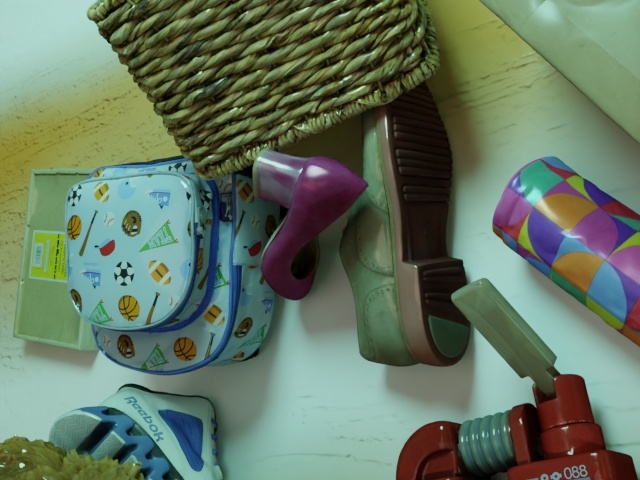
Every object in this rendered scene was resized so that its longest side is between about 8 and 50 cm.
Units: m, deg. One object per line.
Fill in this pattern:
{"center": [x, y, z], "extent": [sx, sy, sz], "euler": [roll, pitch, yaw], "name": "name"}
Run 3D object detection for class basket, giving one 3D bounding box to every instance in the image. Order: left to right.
{"center": [-0.047, -0.239, 0.881], "extent": [0.299, 0.213, 0.223], "euler": [-24, 115, 20], "name": "basket"}

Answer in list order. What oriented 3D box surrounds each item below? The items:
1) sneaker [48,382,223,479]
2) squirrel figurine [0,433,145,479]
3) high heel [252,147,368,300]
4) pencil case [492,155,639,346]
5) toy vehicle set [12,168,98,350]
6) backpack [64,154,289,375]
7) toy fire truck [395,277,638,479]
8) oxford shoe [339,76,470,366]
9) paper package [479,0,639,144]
{"center": [-0.159, 0.285, 1.013], "extent": [0.127, 0.182, 0.315], "euler": [-41, 93, 27], "name": "sneaker"}
{"center": [-0.246, 0.393, 0.843], "extent": [0.370, 0.281, 0.396], "euler": [134, 132, -73], "name": "squirrel figurine"}
{"center": [0.000, 0.000, 0.898], "extent": [0.117, 0.082, 0.244], "euler": [18, 141, 19], "name": "high heel"}
{"center": [0.267, 0.020, 0.750], "extent": [0.236, 0.104, 0.104], "euler": [43, 109, 29], "name": "pencil case"}
{"center": [-0.387, 0.025, 1.255], "extent": [0.166, 0.035, 0.266], "euler": [5, 88, 36], "name": "toy vehicle set"}
{"center": [-0.173, 0.030, 1.007], "extent": [0.277, 0.213, 0.263], "euler": [-4, 93, 33], "name": "backpack"}
{"center": [0.163, 0.181, 0.786], "extent": [0.217, 0.158, 0.246], "euler": [-22, 61, 33], "name": "toy fire truck"}
{"center": [0.064, -0.036, 0.887], "extent": [0.130, 0.123, 0.348], "euler": [-13, 76, 40], "name": "oxford shoe"}
{"center": [0.256, -0.195, 0.640], "extent": [0.168, 0.325, 0.309], "euler": [-50, 61, 22], "name": "paper package"}
